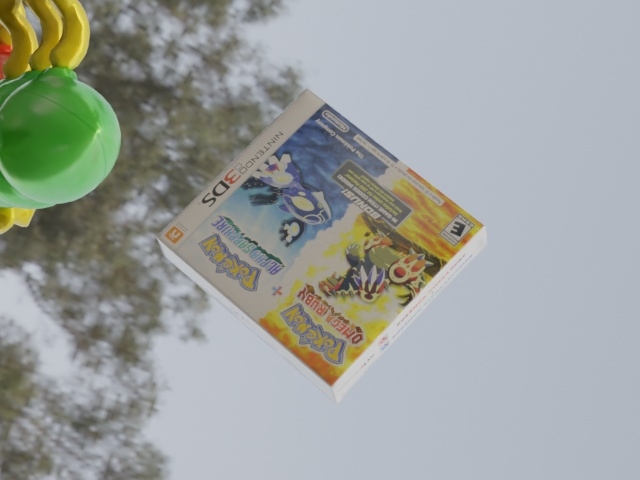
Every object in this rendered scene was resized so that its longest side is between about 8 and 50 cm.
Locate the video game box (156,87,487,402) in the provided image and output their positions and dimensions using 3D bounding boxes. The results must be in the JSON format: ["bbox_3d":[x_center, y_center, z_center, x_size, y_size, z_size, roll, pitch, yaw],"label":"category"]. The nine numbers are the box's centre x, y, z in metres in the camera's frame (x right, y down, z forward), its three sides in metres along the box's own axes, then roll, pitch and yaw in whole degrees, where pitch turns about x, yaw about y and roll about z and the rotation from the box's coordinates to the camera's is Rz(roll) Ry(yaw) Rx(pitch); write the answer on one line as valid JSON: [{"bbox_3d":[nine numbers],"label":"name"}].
[{"bbox_3d":[0.000,0.000,1.318,0.205,0.048,0.187,39,-102,21],"label":"video game box"}]

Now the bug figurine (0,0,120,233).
[{"bbox_3d":[-0.154,0.015,0.473,0.279,0.072,0.216,-48,-159,-24],"label":"bug figurine"}]
